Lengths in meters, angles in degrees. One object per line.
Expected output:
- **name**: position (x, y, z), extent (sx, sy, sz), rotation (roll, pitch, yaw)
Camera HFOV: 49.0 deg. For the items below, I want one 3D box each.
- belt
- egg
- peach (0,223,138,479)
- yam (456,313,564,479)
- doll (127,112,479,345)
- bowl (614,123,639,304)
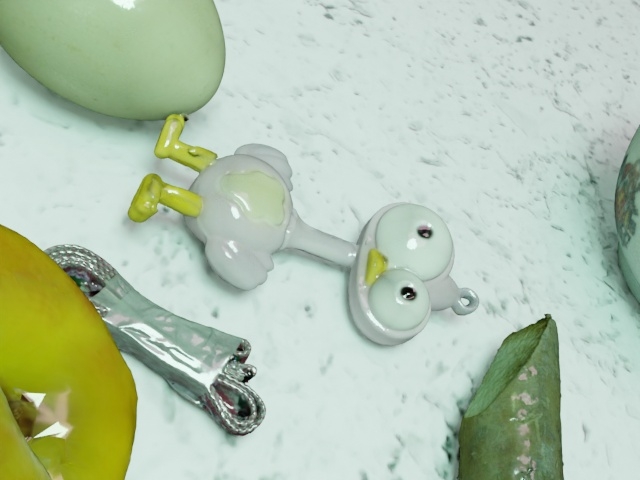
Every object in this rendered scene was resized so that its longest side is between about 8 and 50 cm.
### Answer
- **belt**: position (-0.142, 0.082, 0.599), extent (0.232, 0.053, 0.071), rotation (34, 50, -3)
- **egg**: position (-0.203, -0.219, 0.669), extent (0.253, 0.188, 0.189), rotation (39, 51, -4)
- **peach**: position (-0.275, 0.116, 0.382), extent (0.307, 0.289, 0.289), rotation (-15, 62, 9)
- **yam**: position (0.183, 0.191, 0.668), extent (0.106, 0.106, 0.259), rotation (20, 53, -15)
- **doll**: position (0.000, 0.001, 0.700), extent (0.365, 0.094, 0.160), rotation (21, 56, -14)
- **bowl**: position (0.518, 0.007, 0.897), extent (0.434, 0.196, 0.435), rotation (13, 56, -20)
